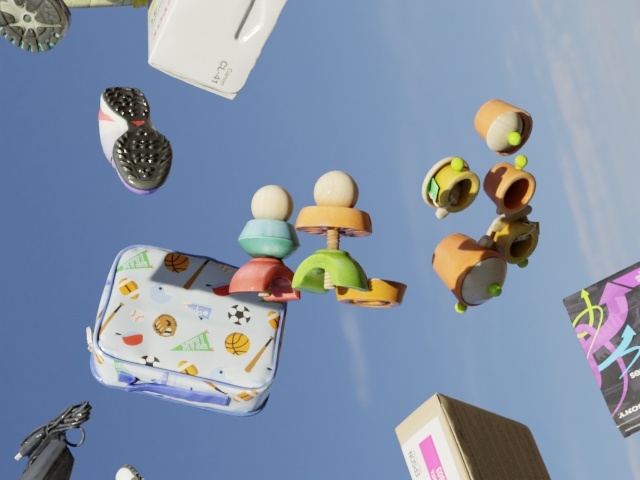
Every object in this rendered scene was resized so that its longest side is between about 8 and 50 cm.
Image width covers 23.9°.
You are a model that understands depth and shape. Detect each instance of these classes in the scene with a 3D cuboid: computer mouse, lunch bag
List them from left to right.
[{"bbox_3d":[-0.423,0.367,2.206,0.072,0.188,0.272,28,-133,-25],"label":"computer mouse"},{"bbox_3d":[-0.208,0.144,2.337,0.115,0.303,0.243,108,173,-56],"label":"lunch bag"}]

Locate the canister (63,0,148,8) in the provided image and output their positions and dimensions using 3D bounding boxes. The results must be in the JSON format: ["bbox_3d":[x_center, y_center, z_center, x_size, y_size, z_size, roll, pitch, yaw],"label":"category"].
[{"bbox_3d":[-0.372,-0.417,2.448,0.126,0.170,0.073,-138,46,-55],"label":"canister"}]

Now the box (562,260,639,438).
[{"bbox_3d":[0.312,0.097,1.454,0.029,0.116,0.162,48,-162,-48],"label":"box"}]

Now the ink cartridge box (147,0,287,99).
[{"bbox_3d":[-0.127,-0.360,1.949,0.131,0.226,0.306,20,-152,-17],"label":"ink cartridge box"}]

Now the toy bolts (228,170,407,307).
[{"bbox_3d":[0.000,0.000,2.071,0.218,0.228,0.158,17,-106,-53],"label":"toy bolts"}]

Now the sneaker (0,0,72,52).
[{"bbox_3d":[-0.474,-0.378,2.168,0.283,0.110,0.122,44,-164,-5],"label":"sneaker"}]

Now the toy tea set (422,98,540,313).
[{"bbox_3d":[0.262,-0.043,2.258,0.124,0.200,0.336,43,154,42],"label":"toy tea set"}]

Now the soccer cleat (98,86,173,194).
[{"bbox_3d":[-0.339,-0.159,2.742,0.318,0.108,0.116,-117,32,-50],"label":"soccer cleat"}]

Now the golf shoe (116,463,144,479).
[{"bbox_3d":[-0.272,0.403,2.137,0.077,0.094,0.198,82,166,-47],"label":"golf shoe"}]

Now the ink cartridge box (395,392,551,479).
[{"bbox_3d":[0.215,0.327,1.916,0.193,0.088,0.234,23,-144,-38],"label":"ink cartridge box"}]
